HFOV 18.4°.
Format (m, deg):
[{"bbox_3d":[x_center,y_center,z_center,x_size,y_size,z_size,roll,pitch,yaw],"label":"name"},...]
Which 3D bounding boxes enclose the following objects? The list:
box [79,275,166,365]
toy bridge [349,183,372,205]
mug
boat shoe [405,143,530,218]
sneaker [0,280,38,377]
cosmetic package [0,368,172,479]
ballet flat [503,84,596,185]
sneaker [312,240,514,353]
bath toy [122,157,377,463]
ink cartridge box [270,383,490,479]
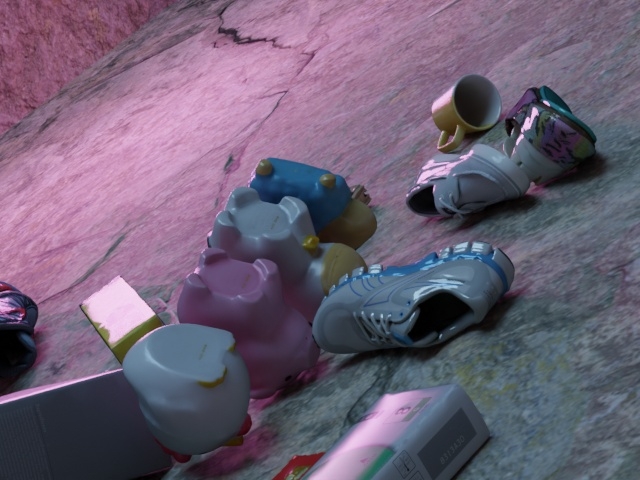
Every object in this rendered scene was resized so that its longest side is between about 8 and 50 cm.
[{"bbox_3d":[-0.179,0.100,1.954,0.058,0.087,0.232,-36,16,-7],"label":"box"},{"bbox_3d":[0.000,0.000,2.027,0.063,0.026,0.188,-15,22,44],"label":"toy bridge"},{"bbox_3d":[0.146,-0.137,2.116,0.078,0.062,0.064,-33,5,-31],"label":"mug"},{"bbox_3d":[0.132,-0.049,1.857,0.063,0.066,0.184,-51,22,-14],"label":"boat shoe"},{"bbox_3d":[-0.383,0.122,2.306,0.104,0.125,0.262,-67,-14,13],"label":"sneaker"},{"bbox_3d":[-0.256,0.180,1.666,0.238,0.107,0.127,-9,-5,-45],"label":"cosmetic package"},{"bbox_3d":[0.208,-0.095,1.852,0.079,0.077,0.221,-49,8,8],"label":"ballet flat"},{"bbox_3d":[0.065,0.060,1.628,0.191,0.071,0.083,-23,23,33],"label":"sneaker"},{"bbox_3d":[-0.058,0.071,1.733,0.151,0.129,0.348,18,38,12],"label":"bath toy"},{"bbox_3d":[-0.011,0.183,1.417,0.225,0.056,0.181,-11,25,49],"label":"ink cartridge box"}]
